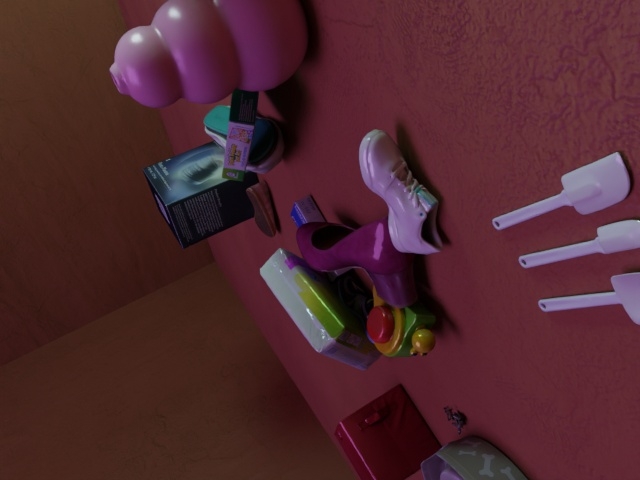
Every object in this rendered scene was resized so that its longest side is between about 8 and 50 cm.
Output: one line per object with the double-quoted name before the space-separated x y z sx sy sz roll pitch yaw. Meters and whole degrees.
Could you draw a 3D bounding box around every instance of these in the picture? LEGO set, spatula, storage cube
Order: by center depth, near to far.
"spatula" 0.279 0.016 0.639 0.168 0.019 0.242 61 164 3
"LEGO set" 0.277 0.361 1.188 0.083 0.023 0.054 -122 13 -69
"storage cube" 0.164 0.508 1.462 0.193 0.183 0.215 56 162 21

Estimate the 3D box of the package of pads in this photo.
"package of pads" 0.008 0.170 1.414 0.229 0.101 0.296 34 -168 -51

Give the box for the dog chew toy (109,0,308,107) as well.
"dog chew toy" -0.189 -0.328 0.984 0.207 0.331 0.207 55 161 28

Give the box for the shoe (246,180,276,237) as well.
"shoe" -0.169 -0.093 1.801 0.076 0.058 0.219 28 150 30

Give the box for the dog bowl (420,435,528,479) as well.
"dog bowl" 0.338 0.540 1.126 0.349 0.102 0.349 55 162 28

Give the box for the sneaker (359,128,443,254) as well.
"sneaker" 0.133 -0.072 0.881 0.094 0.080 0.212 13 136 55

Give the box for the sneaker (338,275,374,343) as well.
"sneaker" 0.107 0.147 1.318 0.188 0.067 0.078 55 141 32

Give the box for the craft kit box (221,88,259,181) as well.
"craft kit box" -0.161 -0.288 1.217 0.247 0.060 0.250 115 160 -68

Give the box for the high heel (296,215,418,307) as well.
"high heel" 0.051 -0.020 1.122 0.377 0.127 0.181 25 139 50

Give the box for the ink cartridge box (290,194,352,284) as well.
"ink cartridge box" 0.000 0.000 1.422 0.207 0.046 0.097 60 164 10

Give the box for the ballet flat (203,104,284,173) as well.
"ballet flat" -0.172 -0.242 1.468 0.400 0.139 0.139 39 151 52

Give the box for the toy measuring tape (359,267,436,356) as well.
"toy measuring tape" 0.123 0.139 1.136 0.330 0.121 0.121 42 154 61

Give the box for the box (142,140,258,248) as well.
"box" -0.380 -0.165 1.894 0.296 0.294 0.183 44 153 48
